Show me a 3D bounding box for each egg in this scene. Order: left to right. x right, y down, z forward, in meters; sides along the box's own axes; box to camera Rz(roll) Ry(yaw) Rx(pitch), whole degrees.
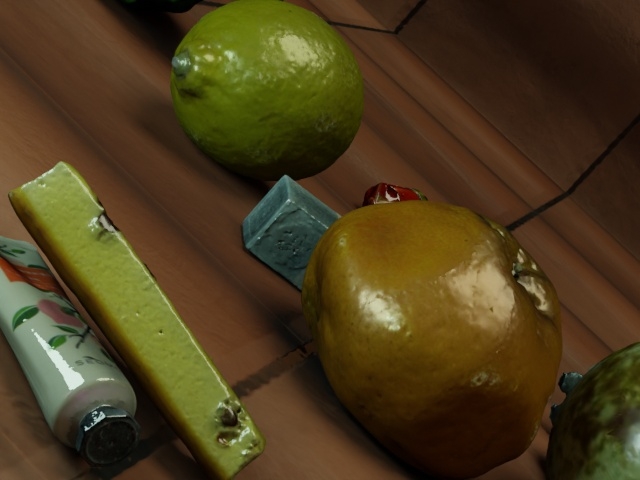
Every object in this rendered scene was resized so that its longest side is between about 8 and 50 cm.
[{"bbox_3d":[0.319,0.218,1.321,0.238,0.238,0.289,27,32,-45],"label":"egg"}]

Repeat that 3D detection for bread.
[{"bbox_3d":[-0.112,0.054,0.981,0.226,0.049,0.088,54,-8,4],"label":"bread"}]

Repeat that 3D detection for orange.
[{"bbox_3d":[0.096,0.067,1.283,0.249,0.183,0.249,40,13,-11],"label":"orange"}]

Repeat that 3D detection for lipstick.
[{"bbox_3d":[0.069,0.064,1.458,0.317,0.066,0.068,37,15,-18],"label":"lipstick"}]

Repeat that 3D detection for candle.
[{"bbox_3d":[0.085,-0.041,1.841,0.052,0.052,0.131,46,16,17],"label":"candle"}]

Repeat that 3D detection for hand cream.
[{"bbox_3d":[-0.167,0.051,0.934,0.080,0.050,0.234,24,17,-41],"label":"hand cream"}]

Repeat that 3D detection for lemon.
[{"bbox_3d":[-0.055,-0.151,1.538,0.184,0.184,0.248,49,15,26],"label":"lemon"}]

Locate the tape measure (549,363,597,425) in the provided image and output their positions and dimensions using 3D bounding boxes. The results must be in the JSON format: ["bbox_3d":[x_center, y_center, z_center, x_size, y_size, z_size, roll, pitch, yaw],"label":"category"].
[{"bbox_3d":[0.395,0.225,1.671,0.246,0.125,0.243,24,5,29],"label":"tape measure"}]

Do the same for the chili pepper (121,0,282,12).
[{"bbox_3d":[-0.150,-0.347,1.825,0.167,0.213,0.385,47,3,-33],"label":"chili pepper"}]
